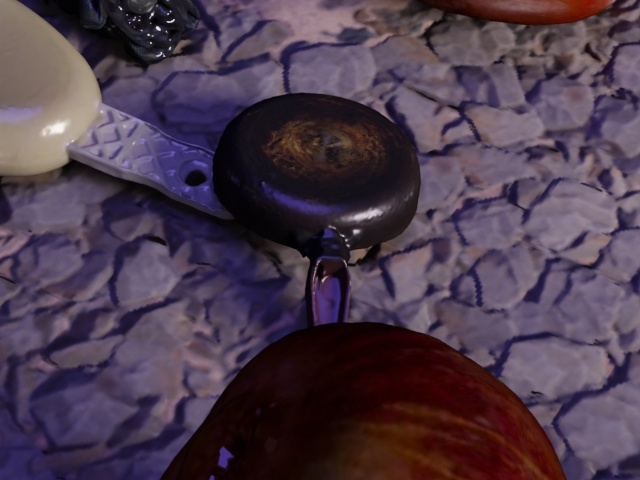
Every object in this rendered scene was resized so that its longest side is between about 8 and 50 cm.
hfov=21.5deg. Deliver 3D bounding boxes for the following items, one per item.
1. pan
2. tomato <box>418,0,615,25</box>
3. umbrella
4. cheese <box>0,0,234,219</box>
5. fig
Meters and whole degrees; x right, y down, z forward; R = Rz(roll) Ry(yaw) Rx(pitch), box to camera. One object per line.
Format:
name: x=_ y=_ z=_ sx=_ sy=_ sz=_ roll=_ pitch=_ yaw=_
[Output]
pan: x=0.001 y=-0.002 z=0.880 sx=0.115 sy=0.040 sz=0.212 roll=4 pitch=49 yaw=-8
tomato: x=0.107 y=-0.188 z=1.025 sx=0.174 sy=0.082 sz=0.166 roll=7 pitch=52 yaw=2
umbrella: x=-0.157 y=-0.189 z=1.048 sx=0.071 sy=0.080 sz=0.224 roll=-43 pitch=48 yaw=10
cheese: x=-0.152 y=-0.071 z=0.944 sx=0.251 sy=0.054 sz=0.127 roll=22 pitch=54 yaw=11
fig: x=0.022 y=0.140 z=0.667 sx=0.205 sy=0.205 sz=0.205 roll=-1 pitch=47 yaw=1
